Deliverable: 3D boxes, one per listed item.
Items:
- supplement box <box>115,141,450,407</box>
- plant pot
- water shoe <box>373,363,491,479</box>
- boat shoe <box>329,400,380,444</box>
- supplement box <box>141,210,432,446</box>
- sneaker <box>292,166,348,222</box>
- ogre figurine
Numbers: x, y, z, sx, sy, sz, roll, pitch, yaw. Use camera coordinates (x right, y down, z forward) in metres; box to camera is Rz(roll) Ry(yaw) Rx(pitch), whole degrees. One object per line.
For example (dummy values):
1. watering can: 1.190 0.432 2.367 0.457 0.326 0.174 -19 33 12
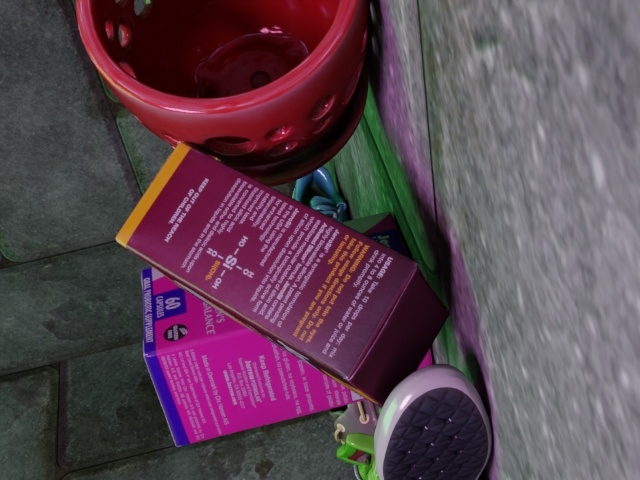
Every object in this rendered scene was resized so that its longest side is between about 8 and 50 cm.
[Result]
1. supplement box: -0.023 0.024 0.602 0.188 0.080 0.104 28 170 26
2. plant pot: -0.058 -0.140 0.669 0.174 0.191 0.191 75 -179 -72
3. water shoe: 0.070 0.137 0.619 0.080 0.073 0.203 -103 1 -47
4. boat shoe: 0.052 0.184 1.075 0.109 0.091 0.304 -179 75 -88
5. supplement box: -0.028 0.071 0.770 0.111 0.220 0.113 -108 6 -53
6. sneaker: 0.000 0.000 1.236 0.275 0.107 0.110 -107 13 -51
7. ogre figurine: 0.061 0.200 0.796 0.197 0.097 0.118 -54 -18 -27
